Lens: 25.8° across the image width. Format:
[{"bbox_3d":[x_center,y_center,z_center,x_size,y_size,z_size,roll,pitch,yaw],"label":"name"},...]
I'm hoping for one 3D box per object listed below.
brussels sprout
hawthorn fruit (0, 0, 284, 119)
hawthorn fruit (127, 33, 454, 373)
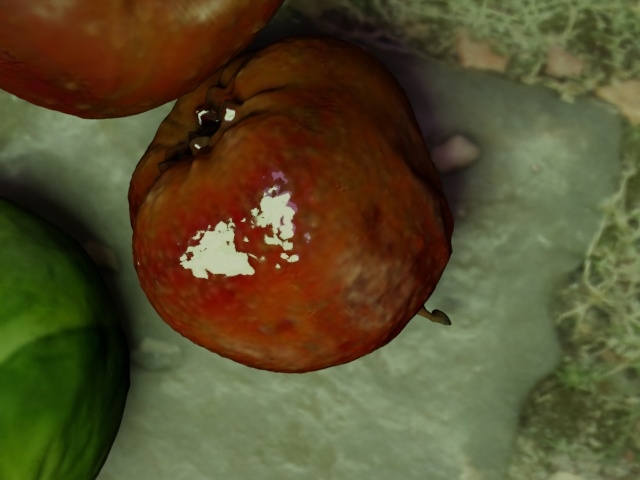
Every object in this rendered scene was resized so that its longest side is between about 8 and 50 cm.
[{"bbox_3d":[-0.241,0.109,0.930,0.210,0.219,0.271,18,74,-1],"label":"brussels sprout"},{"bbox_3d":[-0.124,-0.202,0.771,0.275,0.299,0.275,-9,120,-17],"label":"hawthorn fruit"},{"bbox_3d":[0.000,0.000,0.880,0.207,0.207,0.243,-37,123,20],"label":"hawthorn fruit"}]
